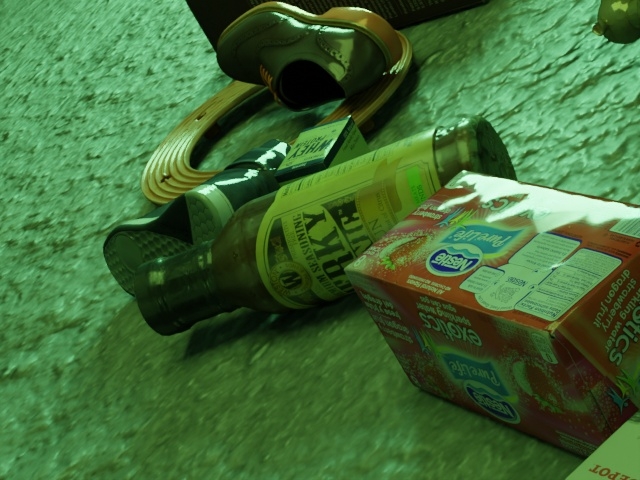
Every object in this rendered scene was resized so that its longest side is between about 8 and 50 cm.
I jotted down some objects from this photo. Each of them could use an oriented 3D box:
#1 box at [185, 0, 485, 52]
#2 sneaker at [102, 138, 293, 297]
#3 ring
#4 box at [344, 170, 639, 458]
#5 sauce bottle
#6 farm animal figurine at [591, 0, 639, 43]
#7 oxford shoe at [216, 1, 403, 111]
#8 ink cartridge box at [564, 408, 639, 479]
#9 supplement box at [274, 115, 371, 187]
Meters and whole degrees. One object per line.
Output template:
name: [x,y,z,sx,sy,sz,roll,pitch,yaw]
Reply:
box: [0.043,-0.338,2.045,0.381,0.143,0.191,-14,29,36]
sneaker: [-0.102,-0.020,1.659,0.163,0.086,0.226,-32,5,-39]
ring: [-0.046,-0.130,1.867,0.336,0.032,0.336,-26,23,12]
box: [0.148,0.047,1.173,0.128,0.122,0.257,-38,25,-19]
sauce bottle: [0.000,0.000,1.463,0.344,0.111,0.111,-22,25,23]
farm animal figurine: [0.298,-0.280,1.574,0.327,0.172,0.330,21,41,8]
oxford shoe: [-0.037,-0.192,1.828,0.271,0.097,0.098,2,45,51]
ink cartridge box: [0.235,0.128,0.988,0.150,0.063,0.109,-40,25,-19]
supplement box: [0.012,-0.055,1.584,0.056,0.083,0.083,-15,28,31]
